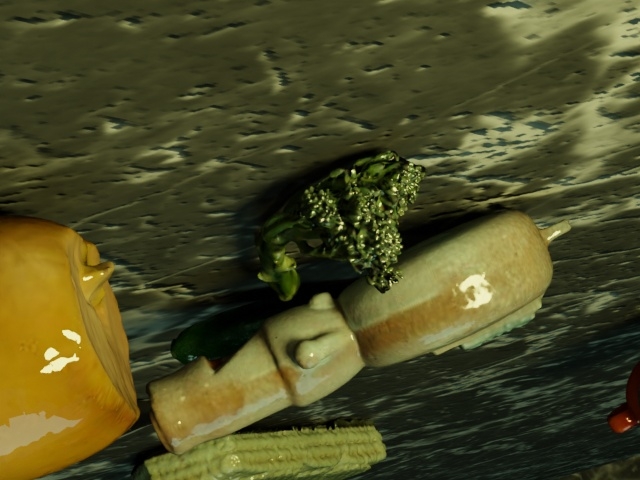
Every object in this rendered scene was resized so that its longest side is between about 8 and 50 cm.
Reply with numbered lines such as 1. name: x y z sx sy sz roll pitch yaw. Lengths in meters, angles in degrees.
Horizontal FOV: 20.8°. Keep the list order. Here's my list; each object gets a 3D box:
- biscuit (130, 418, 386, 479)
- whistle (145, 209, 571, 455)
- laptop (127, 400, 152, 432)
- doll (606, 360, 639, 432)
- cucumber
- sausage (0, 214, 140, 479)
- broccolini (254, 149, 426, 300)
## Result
1. biscuit: -0.062 0.192 1.445 0.150 0.052 0.252 -20 166 26
2. whistle: 0.022 0.043 0.826 0.220 0.057 0.107 -24 179 -4
3. laptop: -0.198 0.140 1.159 0.197 0.016 0.135 -19 167 22
4. doll: 0.340 0.070 1.245 0.336 0.105 0.200 -32 -176 39
5. cucumber: -0.001 0.041 0.916 0.184 0.033 0.036 -7 145 -36
6. sausage: -0.228 0.065 0.613 0.328 0.112 0.112 -14 167 -1
7. broccolini: -0.007 -0.002 0.749 0.052 0.054 0.194 15 169 -13
